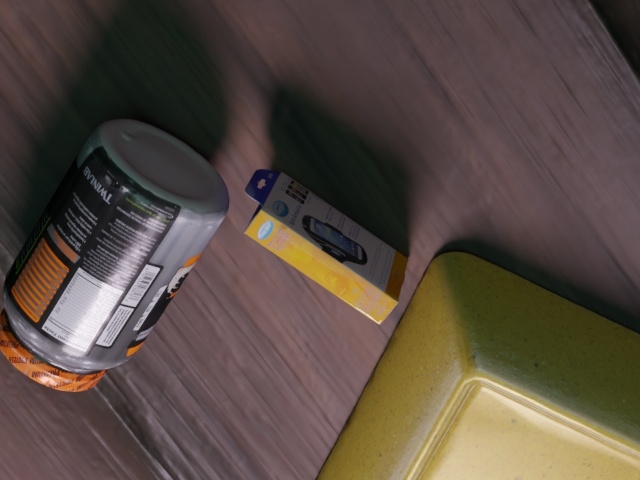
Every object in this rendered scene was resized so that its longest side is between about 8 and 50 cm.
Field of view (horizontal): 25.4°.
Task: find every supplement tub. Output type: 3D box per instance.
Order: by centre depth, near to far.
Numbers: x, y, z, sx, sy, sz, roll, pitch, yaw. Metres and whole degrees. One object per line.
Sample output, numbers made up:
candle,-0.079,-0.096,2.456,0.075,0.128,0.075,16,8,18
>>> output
supplement tub,-0.160,0.014,1.060,0.117,0.117,0.190,33,114,-5

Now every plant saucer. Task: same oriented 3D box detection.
plant saucer,0.170,0.220,1.111,0.332,0.081,0.333,25,113,-1

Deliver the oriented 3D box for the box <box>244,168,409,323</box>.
box,0.000,0.000,1.048,0.136,0.081,0.028,33,114,-4
